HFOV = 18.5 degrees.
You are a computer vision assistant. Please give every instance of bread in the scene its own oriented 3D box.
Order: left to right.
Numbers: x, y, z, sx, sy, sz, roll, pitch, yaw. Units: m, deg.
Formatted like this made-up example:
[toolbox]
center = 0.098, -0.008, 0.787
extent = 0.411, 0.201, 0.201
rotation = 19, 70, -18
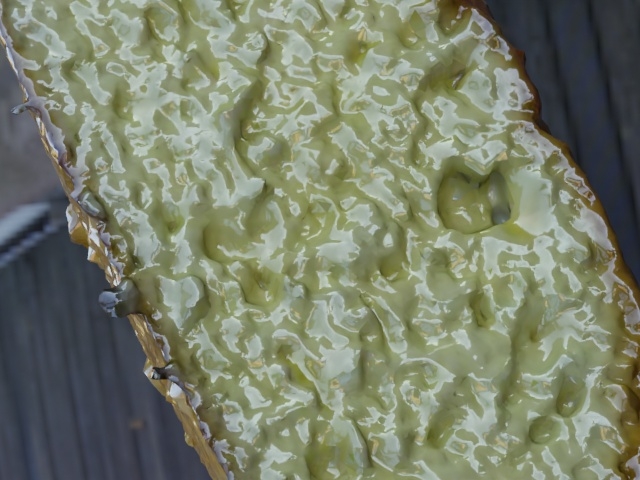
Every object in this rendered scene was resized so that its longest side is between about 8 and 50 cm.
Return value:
[bread]
center = 0.000, 0.000, 0.789
extent = 0.340, 0.194, 0.179
rotation = 63, 169, 15
